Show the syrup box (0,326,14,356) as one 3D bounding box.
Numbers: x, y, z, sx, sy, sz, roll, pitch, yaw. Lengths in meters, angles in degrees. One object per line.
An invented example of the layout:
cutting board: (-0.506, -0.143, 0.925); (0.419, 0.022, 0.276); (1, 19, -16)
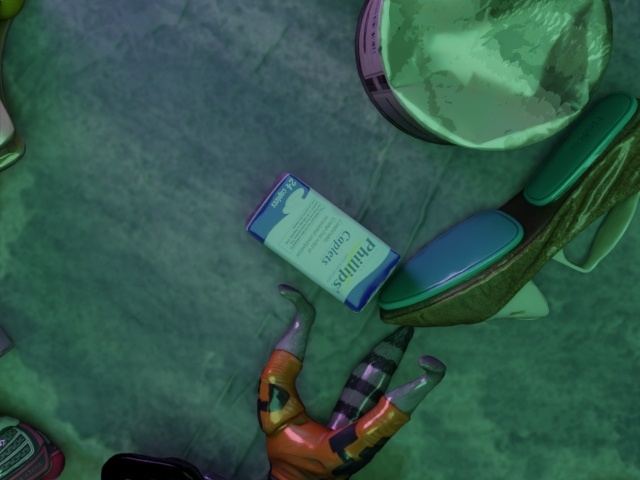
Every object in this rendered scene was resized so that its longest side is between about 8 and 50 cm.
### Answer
syrup box: (-0.414, 0.042, 1.515); (0.093, 0.096, 0.237); (-38, 93, 0)

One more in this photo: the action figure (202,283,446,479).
action figure: (0.032, 0.251, 1.517); (0.341, 0.178, 0.330); (23, 99, 21)

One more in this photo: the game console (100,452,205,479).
game console: (-0.162, 0.361, 1.507); (0.213, 0.044, 0.361); (3, 116, 12)

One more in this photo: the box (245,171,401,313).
box: (0.000, 0.000, 1.514); (0.137, 0.126, 0.072); (36, 91, -4)

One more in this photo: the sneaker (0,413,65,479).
sneaker: (-0.358, 0.317, 1.530); (0.112, 0.121, 0.299); (25, 93, -6)

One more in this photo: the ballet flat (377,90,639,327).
ballet flat: (0.218, 0.000, 1.545); (0.342, 0.116, 0.124); (-42, 114, -2)

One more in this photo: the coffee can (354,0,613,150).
coffee can: (0.141, -0.184, 1.430); (0.202, 0.275, 0.201); (0, 95, -3)

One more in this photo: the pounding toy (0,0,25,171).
pounding toy: (-0.347, -0.156, 1.446); (0.154, 0.155, 0.269); (19, 79, 2)
